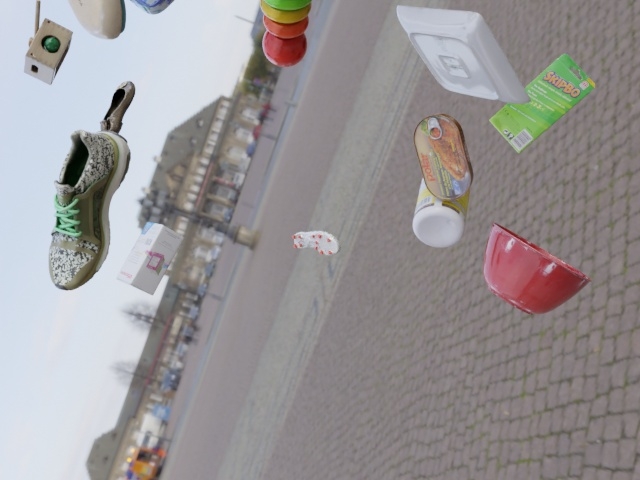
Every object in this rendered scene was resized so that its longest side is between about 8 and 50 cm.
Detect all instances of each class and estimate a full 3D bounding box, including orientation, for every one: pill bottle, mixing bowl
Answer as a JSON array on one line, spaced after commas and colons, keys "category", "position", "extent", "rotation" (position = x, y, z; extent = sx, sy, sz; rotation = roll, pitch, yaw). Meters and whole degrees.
[{"category": "pill bottle", "position": [0.284, -0.093, 1.665], "extent": [0.215, 0.117, 0.117], "rotation": [-70, 5, -45]}, {"category": "mixing bowl", "position": [0.333, 0.056, 1.168], "extent": [0.098, 0.181, 0.181], "rotation": [-59, 10, 10]}]

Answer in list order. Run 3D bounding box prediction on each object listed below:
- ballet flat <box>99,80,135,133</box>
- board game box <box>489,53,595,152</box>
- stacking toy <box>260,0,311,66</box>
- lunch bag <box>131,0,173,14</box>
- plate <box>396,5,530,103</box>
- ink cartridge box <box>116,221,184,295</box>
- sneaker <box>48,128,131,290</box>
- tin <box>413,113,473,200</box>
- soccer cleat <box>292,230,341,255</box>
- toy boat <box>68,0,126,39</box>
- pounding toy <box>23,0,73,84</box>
[{"category": "ballet flat", "position": [-0.623, -0.407, 2.186], "extent": [0.084, 0.058, 0.250], "rotation": [-24, 44, 34]}, {"category": "board game box", "position": [0.594, -0.367, 1.926], "extent": [0.259, 0.124, 0.039], "rotation": [-43, -6, 19]}, {"category": "stacking toy", "position": [-0.061, -0.464, 1.332], "extent": [0.330, 0.141, 0.141], "rotation": [97, -174, -56]}, {"category": "lunch bag", "position": [-0.347, -0.607, 1.527], "extent": [0.219, 0.176, 0.090], "rotation": [-48, 3, -1]}, {"category": "plate", "position": [0.315, -0.415, 1.642], "extent": [0.045, 0.278, 0.277], "rotation": [-51, 39, -7]}, {"category": "ink cartridge box", "position": [-0.314, 0.033, 1.320], "extent": [0.088, 0.052, 0.123], "rotation": [10, 69, 57]}, {"category": "sneaker", "position": [-0.597, -0.087, 1.722], "extent": [0.182, 0.157, 0.411], "rotation": [28, -108, -72]}, {"category": "tin", "position": [0.265, -0.179, 1.544], "extent": [0.040, 0.106, 0.190], "rotation": [-39, -65, -60]}, {"category": "soccer cleat", "position": [0.000, 0.000, 2.019], "extent": [0.196, 0.076, 0.068], "rotation": [9, 108, 50]}, {"category": "toy boat", "position": [-0.590, -0.722, 2.016], "extent": [0.148, 0.268, 0.318], "rotation": [-20, -11, -45]}, {"category": "pounding toy", "position": [-0.664, -0.474, 1.728], "extent": [0.141, 0.100, 0.130], "rotation": [-22, 46, 64]}]
